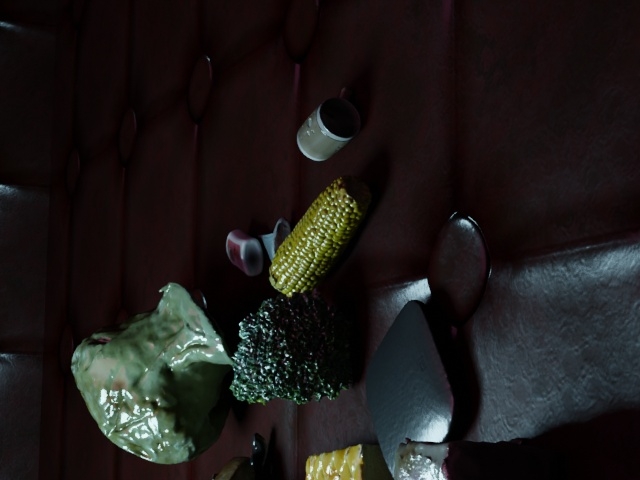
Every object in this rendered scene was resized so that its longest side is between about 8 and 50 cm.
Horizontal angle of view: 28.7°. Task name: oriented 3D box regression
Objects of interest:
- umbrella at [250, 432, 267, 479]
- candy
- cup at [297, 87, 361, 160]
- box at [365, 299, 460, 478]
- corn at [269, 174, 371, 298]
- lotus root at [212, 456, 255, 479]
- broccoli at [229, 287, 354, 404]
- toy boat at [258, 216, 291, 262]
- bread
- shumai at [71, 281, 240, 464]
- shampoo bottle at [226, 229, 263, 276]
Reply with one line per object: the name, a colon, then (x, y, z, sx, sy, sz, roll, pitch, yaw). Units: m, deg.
umbrella: (-0.136, 0.455, 2.209, 0.071, 0.071, 0.248, 53, 128, 53)
candy: (0.186, 0.322, 1.457, 0.137, 0.185, 0.195, -19, 65, 57)
cup: (0.009, -0.189, 2.004, 0.099, 0.074, 0.102, -39, 51, 56)
box: (0.129, 0.212, 1.733, 0.201, 0.042, 0.212, -60, 37, 41)
corn: (0.000, -0.004, 1.977, 0.260, 0.091, 0.091, -52, 39, 44)
lotus root: (-0.160, 0.516, 2.112, 0.074, 0.170, 0.261, -7, 97, 46)
broccoli: (-0.041, 0.188, 1.976, 0.194, 0.219, 0.194, 59, 177, 5)
toy boat: (-0.082, 0.010, 2.218, 0.122, 0.034, 0.096, 162, 114, -72)
bread: (0.040, 0.372, 1.856, 0.188, 0.068, 0.125, -29, 60, 59)
shumai: (-0.288, 0.201, 2.271, 0.292, 0.330, 0.288, -52, -17, -41)
shampoo bottle: (-0.142, 0.020, 2.305, 0.099, 0.043, 0.072, -150, 50, -62)
